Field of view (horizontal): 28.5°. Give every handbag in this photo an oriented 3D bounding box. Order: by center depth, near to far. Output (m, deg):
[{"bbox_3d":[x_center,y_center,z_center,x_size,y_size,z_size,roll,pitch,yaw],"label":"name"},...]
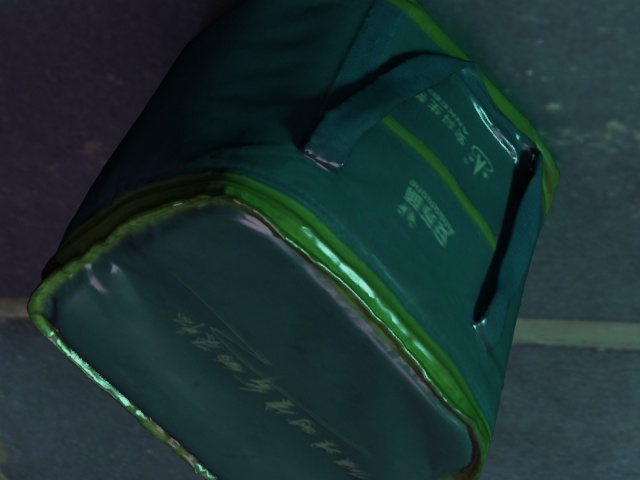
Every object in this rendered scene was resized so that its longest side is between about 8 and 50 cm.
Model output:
[{"bbox_3d":[0.000,0.000,0.746,0.222,0.241,0.263,-25,120,36],"label":"handbag"}]
